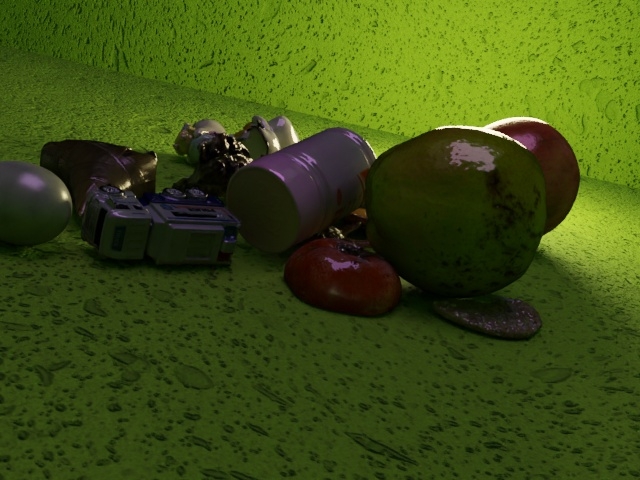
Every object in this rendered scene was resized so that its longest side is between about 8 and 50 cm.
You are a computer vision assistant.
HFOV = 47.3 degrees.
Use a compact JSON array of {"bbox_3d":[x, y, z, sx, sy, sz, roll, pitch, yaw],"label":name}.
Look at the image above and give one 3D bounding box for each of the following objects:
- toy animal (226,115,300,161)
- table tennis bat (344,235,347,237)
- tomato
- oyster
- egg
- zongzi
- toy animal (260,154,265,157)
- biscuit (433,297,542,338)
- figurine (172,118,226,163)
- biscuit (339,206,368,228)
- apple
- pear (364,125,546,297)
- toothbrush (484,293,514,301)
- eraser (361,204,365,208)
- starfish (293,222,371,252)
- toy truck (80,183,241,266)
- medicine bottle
[{"bbox_3d":[-0.144,-0.272,2.179,0.247,0.182,0.310,42,24,14],"label":"toy animal"},{"bbox_3d":[-0.044,-0.053,1.727,0.235,0.131,0.022,26,-28,-6],"label":"table tennis bat"},{"bbox_3d":[0.047,0.059,1.425,0.237,0.095,0.236,11,16,-3],"label":"tomato"},{"bbox_3d":[-0.244,-0.157,1.796,0.271,0.275,0.100,-16,70,-31],"label":"oyster"},{"bbox_3d":[-0.552,-0.070,1.322,0.209,0.151,0.151,16,17,14],"label":"egg"},{"bbox_3d":[-0.531,-0.127,1.559,0.274,0.145,0.300,13,23,15],"label":"zongzi"},{"bbox_3d":[-0.132,-0.096,1.815,0.155,0.219,0.095,-20,16,36],"label":"toy animal"},{"bbox_3d":[0.353,0.154,1.438,0.250,0.032,0.133,4,20,-29],"label":"biscuit"},{"bbox_3d":[-0.355,-0.280,2.187,0.155,0.127,0.235,30,22,-16],"label":"figurine"},{"bbox_3d":[0.088,-0.063,1.882,0.305,0.038,0.305,16,8,-2],"label":"biscuit"},{"bbox_3d":[0.533,-0.166,2.064,0.364,0.363,0.364,11,17,-3],"label":"apple"},{"bbox_3d":[0.265,-0.065,1.509,0.391,0.390,0.391,11,17,-3],"label":"pear"},{"bbox_3d":[0.333,0.105,1.597,0.204,0.022,0.017,17,-7,16],"label":"toothbrush"},{"bbox_3d":[0.041,-0.152,2.053,0.227,0.081,0.174,13,-9,13],"label":"eraser"},{"bbox_3d":[0.001,0.003,1.648,0.248,0.050,0.138,-9,23,-17],"label":"starfish"},{"bbox_3d":[-0.302,-0.022,1.393,0.268,0.124,0.155,0,25,-38],"label":"toy truck"},{"bbox_3d":[-0.032,-0.116,1.602,0.202,0.202,0.316,22,33,29],"label":"medicine bottle"}]
